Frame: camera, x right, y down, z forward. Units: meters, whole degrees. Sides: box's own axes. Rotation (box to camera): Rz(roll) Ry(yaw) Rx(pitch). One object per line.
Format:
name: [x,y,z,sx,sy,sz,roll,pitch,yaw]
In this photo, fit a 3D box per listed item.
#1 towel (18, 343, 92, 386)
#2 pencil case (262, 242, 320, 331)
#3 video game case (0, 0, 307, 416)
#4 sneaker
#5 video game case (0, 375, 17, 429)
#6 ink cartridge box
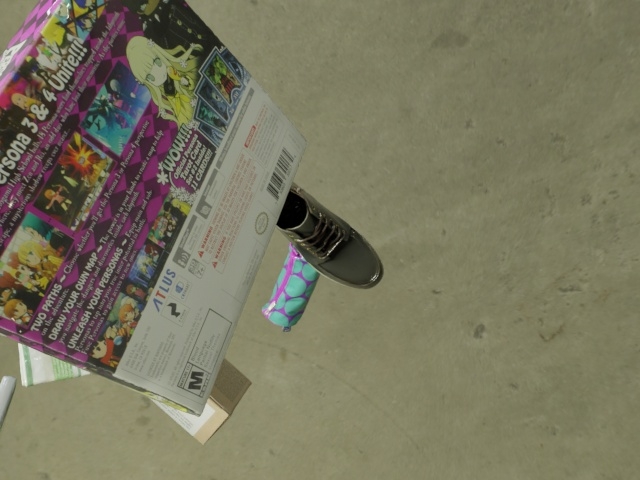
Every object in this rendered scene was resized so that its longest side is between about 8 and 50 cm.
towel: [-0.407,0.180,0.939,0.113,0.152,0.023,60,140,37]
pencil case: [-0.043,0.070,0.928,0.064,0.070,0.151,43,123,33]
video game case: [-0.111,-0.033,0.365,0.042,0.210,0.232,1,61,37]
sneaker: [0.000,0.000,0.778,0.222,0.118,0.083,38,93,-9]
video game case: [-0.508,0.344,0.858,0.023,0.212,0.193,18,126,-22]
ink cartridge box: [-0.267,0.267,1.151,0.235,0.193,0.088,41,98,2]
